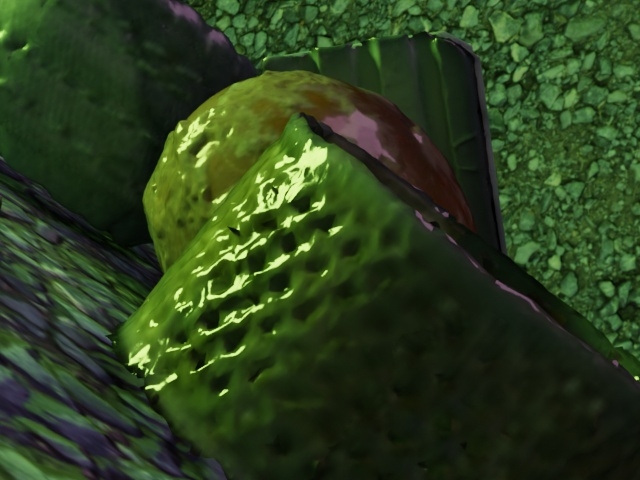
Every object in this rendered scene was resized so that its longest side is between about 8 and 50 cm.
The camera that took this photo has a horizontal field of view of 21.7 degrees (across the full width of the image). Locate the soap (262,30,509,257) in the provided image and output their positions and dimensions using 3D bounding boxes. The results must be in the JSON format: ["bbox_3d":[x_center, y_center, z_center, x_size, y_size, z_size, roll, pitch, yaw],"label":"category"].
[{"bbox_3d":[0.054,-0.015,1.183,0.150,0.261,0.094,-8,8,6],"label":"soap"}]

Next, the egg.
[{"bbox_3d":[0.000,0.000,1.045,0.233,0.195,0.195,32,4,-12],"label":"egg"}]

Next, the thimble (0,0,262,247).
[{"bbox_3d":[-0.173,-0.118,1.177,0.250,0.172,0.205,39,0,10],"label":"thimble"}]

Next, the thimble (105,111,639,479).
[{"bbox_3d":[0.045,0.068,0.836,0.271,0.150,0.271,38,5,-4],"label":"thimble"}]

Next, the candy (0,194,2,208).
[{"bbox_3d":[-0.175,-0.012,0.831,0.020,0.030,0.083,44,0,1],"label":"candy"}]
